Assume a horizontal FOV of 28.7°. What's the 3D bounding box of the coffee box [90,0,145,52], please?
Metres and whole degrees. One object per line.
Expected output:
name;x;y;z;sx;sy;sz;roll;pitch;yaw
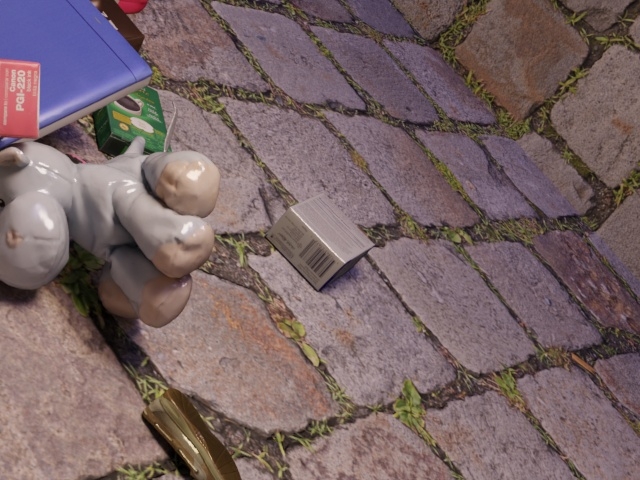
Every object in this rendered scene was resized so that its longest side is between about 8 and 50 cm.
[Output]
coffee box;-0.418;-0.345;1.821;0.168;0.119;0.297;-22;65;-46

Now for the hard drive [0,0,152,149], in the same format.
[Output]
hard drive;-0.404;-0.225;1.615;0.210;0.040;0.319;48;51;11

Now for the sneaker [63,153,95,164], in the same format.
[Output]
sneaker;-0.277;-0.052;1.665;0.178;0.072;0.077;49;14;1

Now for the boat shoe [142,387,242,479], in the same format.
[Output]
boat shoe;-0.143;0.242;1.423;0.153;0.048;0.056;53;13;7

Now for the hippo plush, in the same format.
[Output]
hippo plush;-0.268;-0.049;1.455;0.237;0.234;0.294;10;67;-31

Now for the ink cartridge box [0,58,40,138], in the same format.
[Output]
ink cartridge box;-0.443;-0.167;1.417;0.218;0.092;0.158;-1;8;-26

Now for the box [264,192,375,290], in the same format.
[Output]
box;0.000;0.000;1.988;0.126;0.072;0.137;46;25;8

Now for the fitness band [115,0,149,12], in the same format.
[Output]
fitness band;-0.409;-0.491;2.197;0.209;0.054;0.291;50;24;17

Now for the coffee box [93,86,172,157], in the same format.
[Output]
coffee box;-0.288;-0.184;1.890;0.113;0.040;0.184;23;32;-34
